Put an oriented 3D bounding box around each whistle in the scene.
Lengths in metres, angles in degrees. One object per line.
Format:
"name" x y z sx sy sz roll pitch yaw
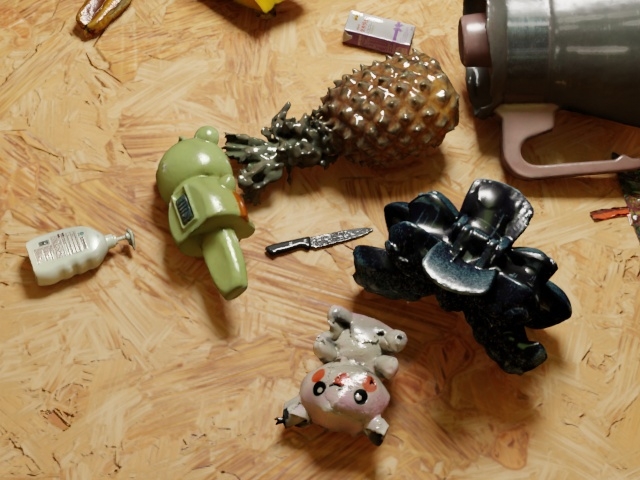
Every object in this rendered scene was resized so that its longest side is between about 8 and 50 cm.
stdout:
"whistle" -0.162 -0.041 1.608 0.106 0.131 0.288 14 44 -49

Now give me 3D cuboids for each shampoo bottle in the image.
"shampoo bottle" -0.342 0.011 1.596 0.152 0.045 0.077 -19 61 -15

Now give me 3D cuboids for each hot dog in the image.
"hot dog" -0.356 -0.393 1.846 0.062 0.038 0.144 26 62 6

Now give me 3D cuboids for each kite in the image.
"kite" 0.515 -0.046 1.748 0.189 0.009 0.232 -6 60 -10

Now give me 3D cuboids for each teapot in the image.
"teapot" 0.402 -0.286 1.751 0.361 0.305 0.376 -3 88 2

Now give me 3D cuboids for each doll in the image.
"doll" 0.038 0.185 1.506 0.149 0.095 0.192 17 60 11

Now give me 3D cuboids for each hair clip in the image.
"hair clip" 0.200 0.046 1.540 0.310 0.206 0.194 28 56 12

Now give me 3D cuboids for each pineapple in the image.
"pineapple" 0.031 -0.166 1.691 0.361 0.175 0.175 -25 64 -10

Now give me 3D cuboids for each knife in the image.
"knife" 0.000 0.000 1.663 0.170 0.010 0.023 -12 60 -15

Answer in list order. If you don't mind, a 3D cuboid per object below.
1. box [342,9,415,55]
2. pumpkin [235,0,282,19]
"box" 0.098 -0.347 1.869 0.117 0.036 0.051 13 57 2
"pumpkin" -0.146 -0.465 1.875 0.248 0.126 0.131 47 55 0
